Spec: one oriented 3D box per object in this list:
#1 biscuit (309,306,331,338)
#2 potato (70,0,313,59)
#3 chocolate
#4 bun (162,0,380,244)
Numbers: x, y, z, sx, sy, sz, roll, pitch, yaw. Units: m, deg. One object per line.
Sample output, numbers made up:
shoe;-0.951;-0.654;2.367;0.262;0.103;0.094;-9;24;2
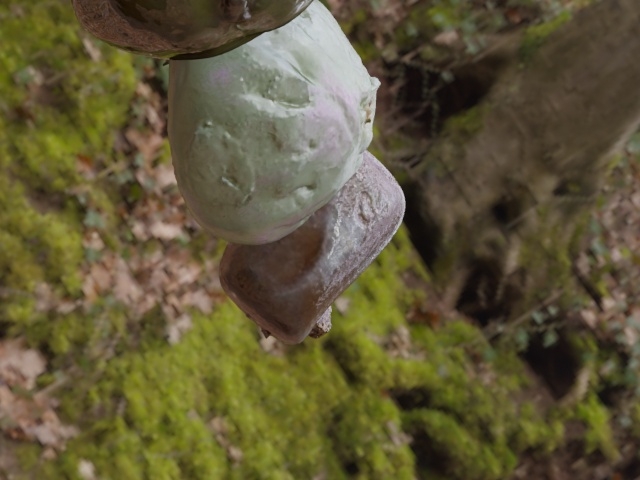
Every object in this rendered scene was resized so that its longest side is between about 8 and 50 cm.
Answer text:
biscuit;-0.015;0.044;1.817;0.064;0.034;0.199;43;34;-43
potato;-0.099;-0.275;1.026;0.221;0.243;0.326;41;38;-36
chocolate;0.001;-0.001;1.564;0.161;0.261;0.083;41;-11;-18
bun;-0.033;-0.136;1.342;0.293;0.187;0.293;-2;90;-70
